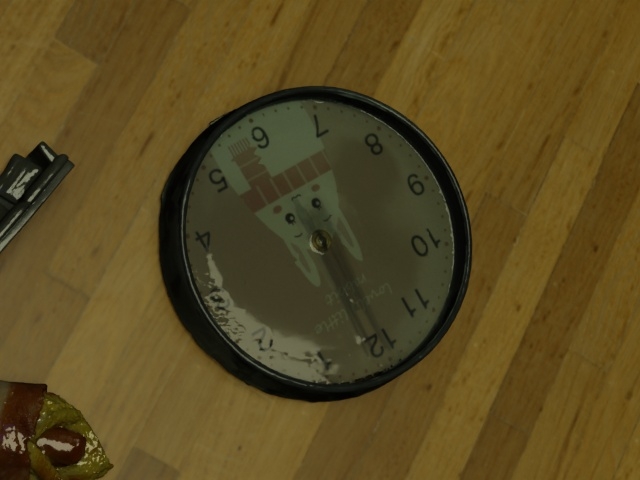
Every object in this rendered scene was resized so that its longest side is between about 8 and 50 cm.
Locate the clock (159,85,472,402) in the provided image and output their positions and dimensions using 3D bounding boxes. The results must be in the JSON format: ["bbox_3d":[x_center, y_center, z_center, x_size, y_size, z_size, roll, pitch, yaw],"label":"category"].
[{"bbox_3d":[0.000,0.000,1.946,0.386,0.076,0.386,4,78,-18],"label":"clock"}]

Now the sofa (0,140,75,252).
[{"bbox_3d":[-0.349,-0.045,1.829,0.060,0.085,0.147,41,70,-11],"label":"sofa"}]

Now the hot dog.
[{"bbox_3d":[-0.347,0.210,1.775,0.261,0.093,0.123,11,76,-17],"label":"hot dog"}]
